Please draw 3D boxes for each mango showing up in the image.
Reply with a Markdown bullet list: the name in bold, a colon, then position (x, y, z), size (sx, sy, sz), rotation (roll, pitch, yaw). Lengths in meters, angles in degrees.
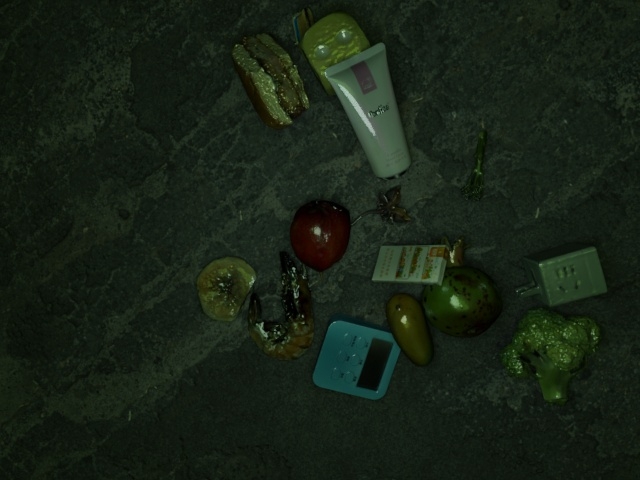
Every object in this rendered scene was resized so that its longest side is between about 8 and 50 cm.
- **mango**: position (0.275, 0.278, 1.308), size (0.114, 0.156, 0.251), rotation (-16, 102, 9)

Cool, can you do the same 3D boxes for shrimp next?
- **shrimp**: position (-0.139, 0.218, 1.390), size (0.233, 0.071, 0.365), rotation (-5, 99, 12)

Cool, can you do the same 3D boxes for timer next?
- **timer**: position (0.119, 0.376, 1.363), size (0.249, 0.091, 0.232), rotation (17, 95, 1)

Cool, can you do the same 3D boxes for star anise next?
- **star anise**: position (0.159, -0.055, 1.360), size (0.227, 0.219, 0.148), rotation (-17, 130, 45)

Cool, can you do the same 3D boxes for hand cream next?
- **hand cream**: position (0.159, -0.351, 1.226), size (0.185, 0.118, 0.359), rotation (-27, 116, -3)

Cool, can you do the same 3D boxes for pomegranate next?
- **pomegranate**: position (0.426, 0.144, 1.267), size (0.230, 0.231, 0.286), rotation (16, 65, 4)

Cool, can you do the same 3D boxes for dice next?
- **dice**: position (0.049, -0.546, 1.258), size (0.169, 0.166, 0.169), rotation (-32, 91, 7)

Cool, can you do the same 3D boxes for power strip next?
- **power strip**: position (0.681, 0.106, 1.257), size (0.224, 0.139, 0.140), rotation (-16, 94, 7)

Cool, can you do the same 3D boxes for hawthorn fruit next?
- **hawthorn fruit**: position (0.000, 0.000, 1.302), size (0.189, 0.189, 0.252), rotation (4, 101, 6)

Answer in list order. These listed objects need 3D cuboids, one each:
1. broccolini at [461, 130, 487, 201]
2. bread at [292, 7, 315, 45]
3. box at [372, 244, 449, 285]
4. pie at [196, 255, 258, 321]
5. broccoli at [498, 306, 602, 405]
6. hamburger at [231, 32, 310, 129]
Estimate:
- **broccolini**: position (0.471, -0.224, 1.307), size (0.067, 0.058, 0.216), rotation (7, 87, -36)
- **bread**: position (-0.045, -0.650, 1.317), size (0.072, 0.053, 0.106), rotation (-11, 91, 36)
- **box**: position (0.263, 0.070, 1.268), size (0.220, 0.032, 0.122), rotation (-2, 59, 42)
- **pie**: position (-0.316, 0.153, 1.407), size (0.185, 0.052, 0.218), rotation (26, 94, 9)
- **broccoli**: position (0.669, 0.348, 1.254), size (0.253, 0.186, 0.302), rotation (14, 89, -5)
- **hamburger**: position (-0.148, -0.468, 1.290), size (0.155, 0.245, 0.282), rotation (-28, 47, -17)
